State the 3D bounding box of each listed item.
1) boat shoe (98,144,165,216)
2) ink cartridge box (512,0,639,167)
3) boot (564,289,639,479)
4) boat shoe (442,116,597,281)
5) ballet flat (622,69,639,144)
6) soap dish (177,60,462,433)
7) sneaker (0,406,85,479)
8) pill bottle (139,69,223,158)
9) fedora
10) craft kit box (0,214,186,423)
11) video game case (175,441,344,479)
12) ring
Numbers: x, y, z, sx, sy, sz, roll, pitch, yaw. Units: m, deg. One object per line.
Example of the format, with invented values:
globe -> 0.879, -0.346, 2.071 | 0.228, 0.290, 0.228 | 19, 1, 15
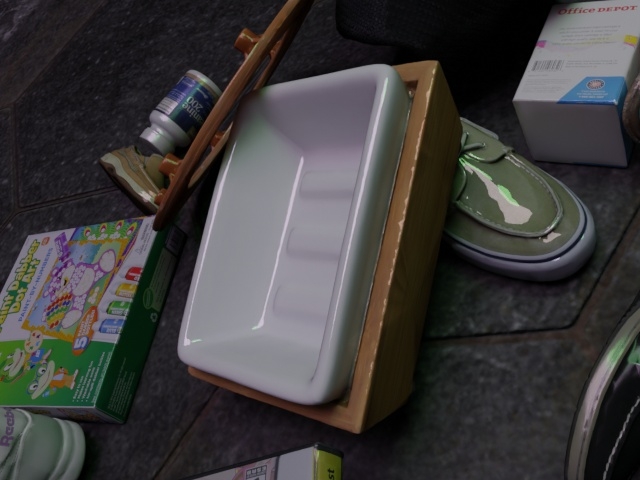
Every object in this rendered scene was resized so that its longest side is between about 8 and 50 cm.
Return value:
boat shoe -> -0.238, -0.090, 0.924 | 0.072, 0.068, 0.190 | -38, 45, -14
ink cartridge box -> 0.256, -0.154, 0.641 | 0.092, 0.090, 0.143 | 11, 63, 37
boot -> 0.283, 0.101, 0.440 | 0.179, 0.085, 0.236 | 24, 72, 39
boat shoe -> 0.124, -0.066, 0.655 | 0.109, 0.094, 0.302 | -45, 46, -5
ballet flat -> 0.380, -0.190, 0.600 | 0.316, 0.107, 0.106 | -32, 28, 0
soap dish -> 0.000, 0.000, 0.603 | 0.229, 0.118, 0.290 | 3, 77, 48
sneaker -> -0.396, 0.267, 0.696 | 0.305, 0.152, 0.114 | -40, 48, 3
pill bottle -> -0.194, -0.173, 0.953 | 0.067, 0.067, 0.120 | 27, 74, 42
fedora -> 0.111, -0.267, 0.728 | 0.334, 0.334, 0.152 | 41, 117, 44
craft kit box -> -0.306, 0.095, 0.836 | 0.247, 0.061, 0.249 | -9, 53, 30
video game case -> -0.097, 0.304, 0.516 | 0.275, 0.035, 0.248 | -26, 46, 34
ring -> -0.099, -0.156, 0.761 | 0.336, 0.032, 0.336 | -55, 8, 12
